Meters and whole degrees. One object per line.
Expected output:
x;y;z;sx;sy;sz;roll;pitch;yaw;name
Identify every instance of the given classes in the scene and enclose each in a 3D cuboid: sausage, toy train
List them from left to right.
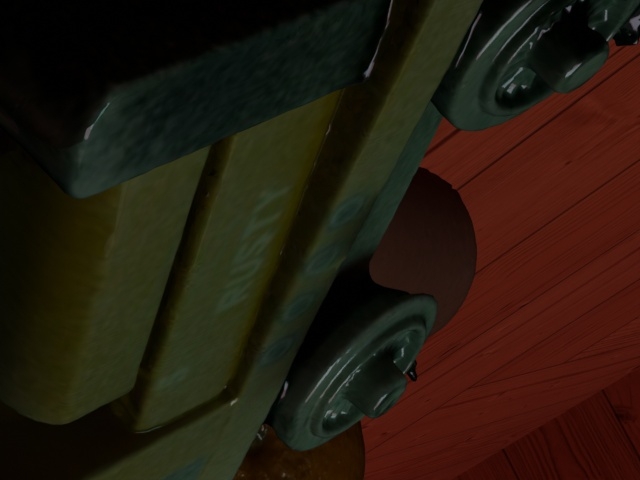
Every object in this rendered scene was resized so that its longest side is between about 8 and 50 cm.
-0.045;-0.023;0.577;0.253;0.160;0.397;-25;154;-37;toy train
0.000;0.000;0.933;0.123;0.123;0.253;-32;163;19;sausage

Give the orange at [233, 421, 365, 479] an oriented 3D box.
-0.076;0.156;1.137;0.236;0.236;0.236;-25;164;-7;orange
